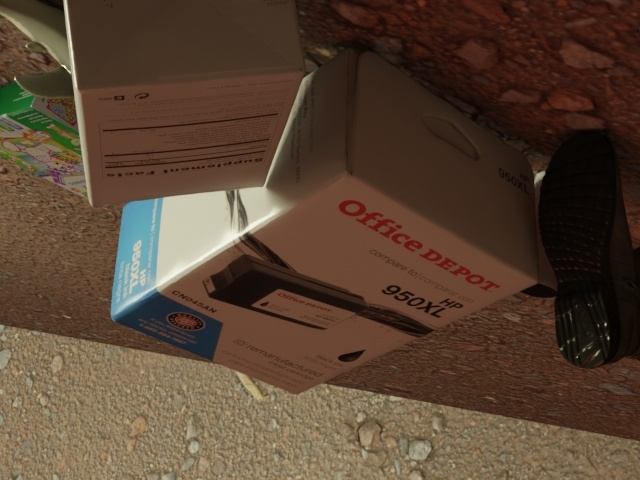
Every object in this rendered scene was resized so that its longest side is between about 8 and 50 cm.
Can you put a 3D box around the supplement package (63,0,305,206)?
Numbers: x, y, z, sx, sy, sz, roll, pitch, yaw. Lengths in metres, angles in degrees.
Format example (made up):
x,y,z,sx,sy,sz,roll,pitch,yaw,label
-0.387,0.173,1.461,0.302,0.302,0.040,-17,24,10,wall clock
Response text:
x,y,z,sx,sy,sz,roll,pitch,yaw,label
-0.127,-0.160,1.017,0.175,0.178,0.293,-7,167,-11,supplement package

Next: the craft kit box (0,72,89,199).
x,y,z,sx,sy,sz,roll,pitch,yaw,label
-0.338,-0.131,1.599,0.246,0.061,0.250,25,161,-36,craft kit box

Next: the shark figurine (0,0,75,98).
x,y,z,sx,sy,sz,roll,pitch,yaw,label
-0.274,-0.224,1.225,0.278,0.166,0.116,37,133,-9,shark figurine

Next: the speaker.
x,y,z,sx,sy,sz,roll,pitch,yaw,label
0.250,-0.006,1.304,0.055,0.136,0.055,14,162,5,speaker

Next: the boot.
x,y,z,sx,sy,sz,roll,pitch,yaw,label
0.307,0.013,1.238,0.083,0.247,0.161,-2,-179,42,boot

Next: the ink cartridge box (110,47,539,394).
x,y,z,sx,sy,sz,roll,pitch,yaw,label
0.000,0.000,1.295,0.285,0.166,0.395,27,140,-33,ink cartridge box
